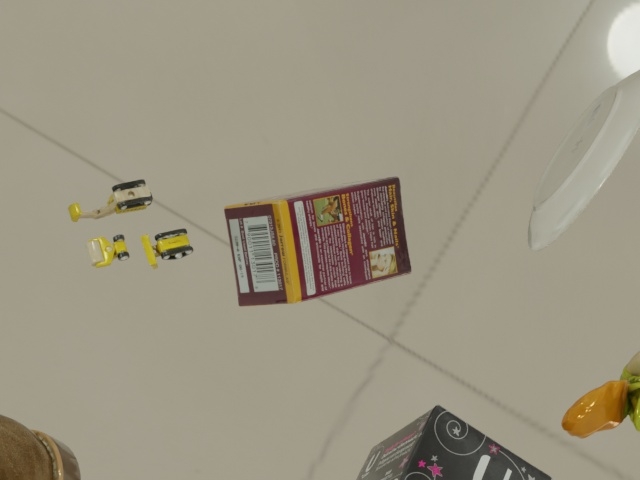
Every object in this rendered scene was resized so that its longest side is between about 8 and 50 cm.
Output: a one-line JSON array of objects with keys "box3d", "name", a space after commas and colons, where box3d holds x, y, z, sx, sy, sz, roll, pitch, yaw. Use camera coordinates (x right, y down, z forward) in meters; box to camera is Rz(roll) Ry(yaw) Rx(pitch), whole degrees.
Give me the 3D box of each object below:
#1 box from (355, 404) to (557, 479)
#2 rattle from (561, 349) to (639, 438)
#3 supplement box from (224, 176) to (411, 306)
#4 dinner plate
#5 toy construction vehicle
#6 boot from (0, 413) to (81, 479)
[{"box3d": [0.154, 0.290, 1.697, 0.247, 0.163, 0.142, 32, 60, -8], "name": "box"}, {"box3d": [0.362, 0.195, 1.755, 0.199, 0.143, 0.130, 46, 122, 16], "name": "rattle"}, {"box3d": [0.000, 0.000, 1.812, 0.081, 0.188, 0.104, -4, 96, 42], "name": "supplement box"}, {"box3d": [0.168, -0.056, 1.140, 0.017, 0.141, 0.141, 34, 86, -6], "name": "dinner plate"}, {"box3d": [-0.180, -0.009, 1.689, 0.098, 0.035, 0.086, -15, 70, -22], "name": "toy construction vehicle"}, {"box3d": [-0.221, 0.245, 1.078, 0.112, 0.115, 0.305, -13, 59, 23], "name": "boot"}]
